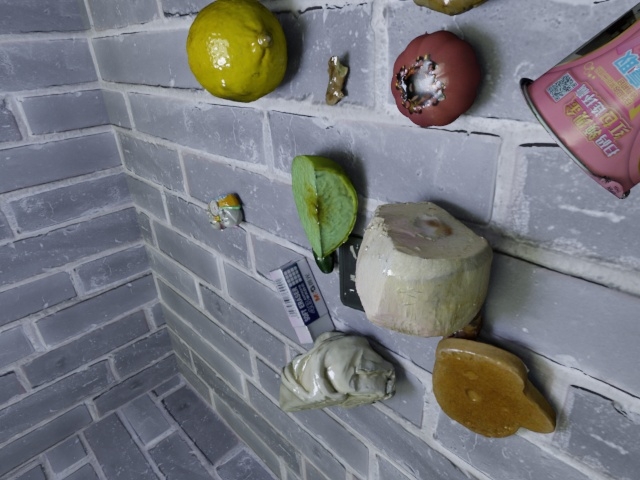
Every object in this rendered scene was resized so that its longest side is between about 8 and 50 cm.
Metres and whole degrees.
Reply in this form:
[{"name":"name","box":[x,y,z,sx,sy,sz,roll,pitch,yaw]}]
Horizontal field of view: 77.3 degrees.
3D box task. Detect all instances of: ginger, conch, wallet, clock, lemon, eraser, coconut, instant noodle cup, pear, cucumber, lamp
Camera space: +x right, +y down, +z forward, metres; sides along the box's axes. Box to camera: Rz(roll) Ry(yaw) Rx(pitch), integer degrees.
[{"name":"ginger","box":[0.040,-0.407,1.026,0.058,0.044,0.137,17,135,8]},{"name":"conch","box":[0.350,0.217,0.986,0.080,0.086,0.232,13,130,17]},{"name":"wallet","box":[0.122,0.106,1.217,0.169,0.052,0.245,17,120,40]},{"name":"clock","box":[-0.397,-0.112,1.651,0.231,0.103,0.144,-5,98,49]},{"name":"lemon","box":[-0.221,-0.514,1.096,0.322,0.268,0.268,25,128,39]},{"name":"eraser","box":[-0.064,0.213,1.428,0.086,0.130,0.287,-19,94,49]},{"name":"coconut","box":[0.217,0.075,0.888,0.297,0.297,0.254,33,134,34]},{"name":"instant noodle cup","box":[0.448,-0.221,0.527,0.244,0.244,0.255,56,135,11]},{"name":"pear","box":[-0.001,-0.130,1.163,0.239,0.139,0.288,40,143,50]},{"name":"cucumber","box":[0.000,0.000,1.282,0.069,0.069,0.227,4,111,48]},{"name":"lamp","box":[0.219,-0.313,0.790,0.182,0.140,0.182,25,130,34]}]

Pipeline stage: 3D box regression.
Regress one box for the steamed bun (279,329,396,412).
[{"name":"steamed bun","box":[0.048,0.418,1.310,0.346,0.394,0.237,53,-153,-59]}]

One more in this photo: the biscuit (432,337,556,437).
[{"name":"biscuit","box":[0.415,0.371,0.976,0.288,0.057,0.343,12,133,32]}]

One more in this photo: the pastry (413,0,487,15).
[{"name":"pastry","box":[0.245,-0.514,0.666,0.257,0.121,0.235,6,119,45]}]
